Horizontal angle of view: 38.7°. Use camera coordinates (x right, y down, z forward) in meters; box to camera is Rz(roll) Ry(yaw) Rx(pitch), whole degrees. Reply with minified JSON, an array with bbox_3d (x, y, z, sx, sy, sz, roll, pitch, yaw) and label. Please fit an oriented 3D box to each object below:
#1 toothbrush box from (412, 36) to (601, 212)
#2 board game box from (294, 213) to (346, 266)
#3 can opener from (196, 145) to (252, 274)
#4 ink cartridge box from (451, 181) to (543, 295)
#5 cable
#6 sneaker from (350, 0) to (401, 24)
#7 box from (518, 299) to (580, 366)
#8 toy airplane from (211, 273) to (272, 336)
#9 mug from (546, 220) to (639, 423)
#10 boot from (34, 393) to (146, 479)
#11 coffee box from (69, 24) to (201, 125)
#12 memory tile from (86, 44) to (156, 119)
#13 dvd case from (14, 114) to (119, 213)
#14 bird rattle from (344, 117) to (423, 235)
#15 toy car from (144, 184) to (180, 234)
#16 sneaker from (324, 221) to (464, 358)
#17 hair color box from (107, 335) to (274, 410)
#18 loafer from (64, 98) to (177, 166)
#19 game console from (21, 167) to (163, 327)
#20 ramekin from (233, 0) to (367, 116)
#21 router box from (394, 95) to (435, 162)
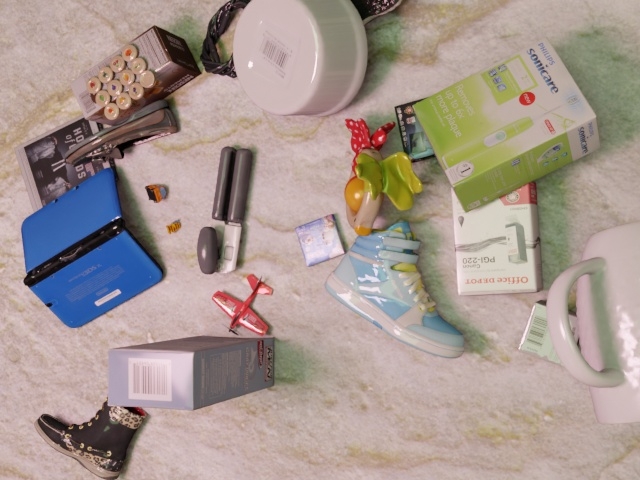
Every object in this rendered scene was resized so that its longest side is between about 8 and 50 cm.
[{"bbox_3d":[0.348,-0.215,1.714,0.283,0.122,0.206,-25,60,8],"label":"toothbrush box"},{"bbox_3d":[0.000,0.000,1.947,0.090,0.020,0.090,-21,83,19],"label":"board game box"},{"bbox_3d":[-0.210,-0.064,1.986,0.076,0.095,0.283,9,93,20],"label":"can opener"},{"bbox_3d":[0.344,-0.003,1.781,0.158,0.092,0.218,-5,89,21],"label":"ink cartridge box"},{"bbox_3d":[-0.195,-0.449,2.003,0.150,0.047,0.184,19,92,41],"label":"cable"},{"bbox_3d":[0.080,-0.484,1.891,0.271,0.108,0.100,-19,101,35],"label":"sneaker"},{"bbox_3d":[0.445,0.178,1.741,0.102,0.087,0.101,20,96,19],"label":"box"},{"bbox_3d":[-0.164,0.138,2.002,0.151,0.028,0.151,0,90,19],"label":"toy airplane"},{"bbox_3d":[0.545,0.137,1.567,0.276,0.374,0.328,-28,69,60],"label":"mug"},{"bbox_3d":[-0.528,0.420,2.107,0.236,0.085,0.179,31,98,12],"label":"boot"},{"bbox_3d":[-0.413,-0.363,2.043,0.246,0.141,0.098,-29,80,17],"label":"coffee box"},{"bbox_3d":[-0.431,-0.341,1.968,0.148,0.012,0.113,-37,80,16],"label":"memory tile"},{"bbox_3d":[-0.606,-0.182,2.172,0.238,0.029,0.179,-22,83,19],"label":"dvd case"},{"bbox_3d":[0.086,-0.126,1.822,0.253,0.143,0.207,-121,43,-55],"label":"bird rattle"},{"bbox_3d":[-0.358,-0.076,2.084,0.040,0.060,0.122,-27,99,-25],"label":"toy car"},{"bbox_3d":[0.179,0.084,1.824,0.319,0.127,0.208,30,101,17],"label":"sneaker"},{"bbox_3d":[-0.249,0.261,1.847,0.185,0.374,0.114,0,89,20],"label":"hair color box"},{"bbox_3d":[-0.451,-0.225,2.070,0.267,0.096,0.084,-28,94,6],"label":"loafer"},{"bbox_3d":[-0.536,0.021,2.130,0.293,0.173,0.250,-28,117,19],"label":"game console"},{"bbox_3d":[-0.051,-0.384,1.858,0.277,0.135,0.277,12,109,38],"label":"ramekin"},{"bbox_3d":[0.209,-0.226,1.861,0.092,0.038,0.122,-14,84,19],"label":"router box"}]
